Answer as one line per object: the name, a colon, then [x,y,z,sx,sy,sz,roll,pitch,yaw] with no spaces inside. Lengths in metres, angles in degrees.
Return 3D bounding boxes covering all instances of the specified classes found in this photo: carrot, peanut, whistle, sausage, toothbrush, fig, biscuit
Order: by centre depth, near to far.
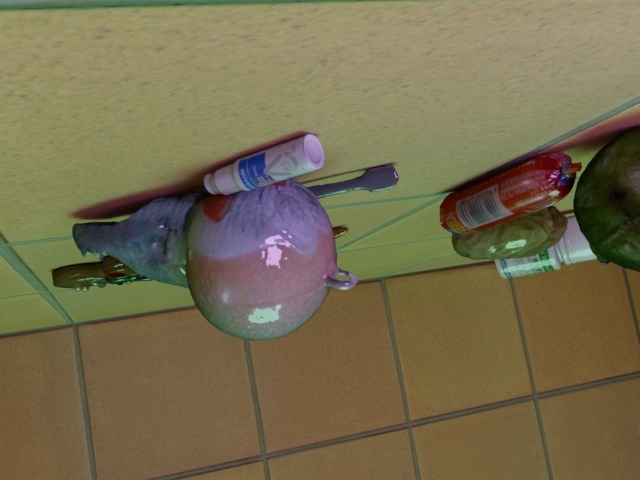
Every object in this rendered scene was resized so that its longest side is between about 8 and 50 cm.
whistle: [-0.124,-0.002,0.781,0.348,0.189,0.189,11,180,19]
toothbrush: [-0.050,-0.049,0.867,0.298,0.030,0.030,-11,-177,11]
fig: [0.395,-0.021,0.888,0.203,0.203,0.235,-7,150,-23]
sausage: [0.266,-0.066,0.996,0.074,0.074,0.274,-7,172,-22]
biscuit: [-0.325,0.053,1.267,0.302,0.049,0.197,-8,171,-3]
carrot: [0.000,0.000,1.335,0.035,0.035,0.142,-4,167,-41]
peanut: [0.370,-0.019,1.372,0.197,0.110,0.233,-15,170,37]

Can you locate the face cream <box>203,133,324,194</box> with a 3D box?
face cream: [-0.058,-0.068,0.676,0.130,0.034,0.034,-13,173,33]

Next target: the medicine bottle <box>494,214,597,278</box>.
medicine bottle: [0.554,0.012,1.751,0.237,0.139,0.139,-11,173,24]
